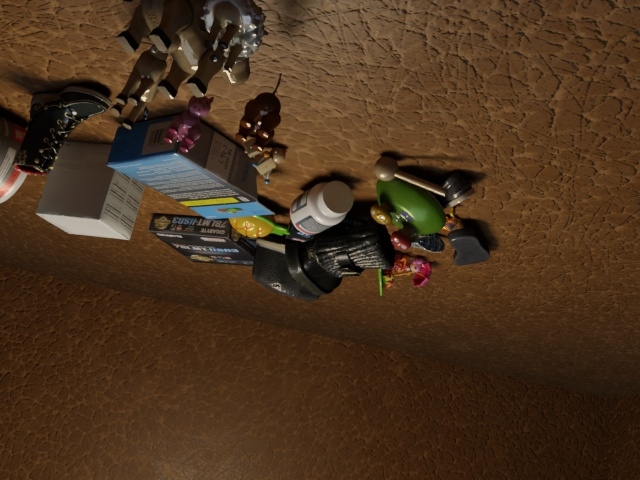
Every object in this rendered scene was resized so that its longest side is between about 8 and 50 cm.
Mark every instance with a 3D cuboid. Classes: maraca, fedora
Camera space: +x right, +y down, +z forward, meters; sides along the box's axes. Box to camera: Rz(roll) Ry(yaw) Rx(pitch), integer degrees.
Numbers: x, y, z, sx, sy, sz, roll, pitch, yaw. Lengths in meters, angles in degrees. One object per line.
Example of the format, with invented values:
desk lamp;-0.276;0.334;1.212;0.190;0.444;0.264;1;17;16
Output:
maraca;-0.170;-0.052;2.029;0.185;0.099;0.127;24;169;-27
fedora;-0.091;0.093;2.276;0.333;0.153;0.334;19;174;2

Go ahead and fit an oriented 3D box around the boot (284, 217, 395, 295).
boot;0.077;0.049;1.975;0.260;0.131;0.348;-16;169;12

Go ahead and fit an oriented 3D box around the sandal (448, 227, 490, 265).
sandal;0.389;0.009;1.939;0.097;0.055;0.254;-10;158;12

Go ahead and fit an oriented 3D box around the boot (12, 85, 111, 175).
boot;-0.551;-0.229;1.579;0.236;0.179;0.085;1;160;34

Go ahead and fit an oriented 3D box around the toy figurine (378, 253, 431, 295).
toy figurine;0.254;0.084;2.231;0.159;0.130;0.173;-3;137;4

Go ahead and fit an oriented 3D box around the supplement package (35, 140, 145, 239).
supplement package;-0.574;-0.126;1.889;0.194;0.203;0.149;6;162;20

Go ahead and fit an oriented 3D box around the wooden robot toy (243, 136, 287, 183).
wooden robot toy;-0.116;-0.193;1.641;0.079;0.076;0.173;-26;158;2

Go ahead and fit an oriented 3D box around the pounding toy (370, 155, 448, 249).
pounding toy;0.174;-0.064;1.634;0.183;0.110;0.237;34;163;18

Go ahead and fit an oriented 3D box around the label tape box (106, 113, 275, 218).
label tape box;-0.287;-0.163;1.739;0.240;0.106;0.333;-2;159;37

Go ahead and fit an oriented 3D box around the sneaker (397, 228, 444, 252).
sneaker;0.269;-0.001;2.006;0.135;0.052;0.058;18;174;5

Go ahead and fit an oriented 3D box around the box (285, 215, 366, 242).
box;0.026;-0.026;2.065;0.220;0.051;0.175;14;161;-9

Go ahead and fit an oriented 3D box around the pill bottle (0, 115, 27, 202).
pill bottle;-0.869;-0.241;1.705;0.210;0.210;0.363;-1;159;37

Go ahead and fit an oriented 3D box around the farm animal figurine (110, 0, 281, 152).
farm animal figurine;-0.203;-0.295;1.188;0.330;0.172;0.327;14;153;19

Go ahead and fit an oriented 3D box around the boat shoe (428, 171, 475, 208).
boat shoe;0.274;-0.106;1.663;0.065;0.075;0.206;58;161;-3

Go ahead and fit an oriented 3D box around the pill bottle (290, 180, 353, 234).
pill bottle;0.006;-0.082;1.801;0.107;0.108;0.180;18;163;-20

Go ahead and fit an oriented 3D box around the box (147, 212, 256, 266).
box;-0.354;0.003;2.397;0.295;0.074;0.293;4;163;22

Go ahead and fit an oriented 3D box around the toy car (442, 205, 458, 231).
toy car;0.303;-0.053;1.810;0.060;0.041;0.122;7;163;16
